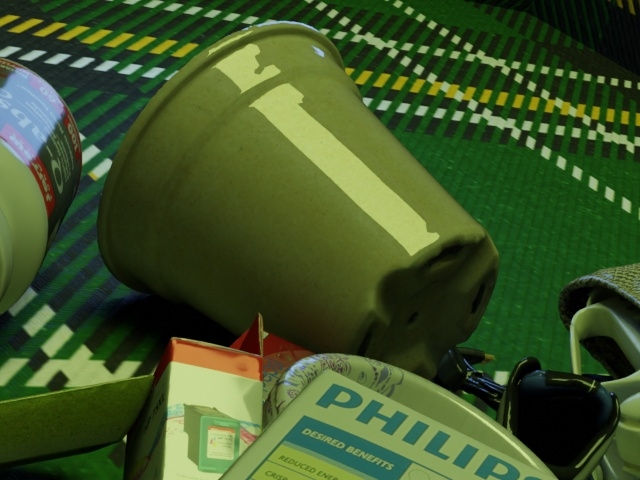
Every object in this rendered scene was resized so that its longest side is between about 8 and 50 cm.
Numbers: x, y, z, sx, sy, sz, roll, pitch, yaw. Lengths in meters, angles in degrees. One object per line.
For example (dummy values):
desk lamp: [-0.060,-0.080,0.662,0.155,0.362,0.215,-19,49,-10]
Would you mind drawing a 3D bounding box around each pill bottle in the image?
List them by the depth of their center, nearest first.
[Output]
pill bottle: [-0.349,-0.036,1.764,0.210,0.210,0.363,18,18,-5]

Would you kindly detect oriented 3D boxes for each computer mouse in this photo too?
computer mouse: [0.238,0.170,2.037,0.262,0.060,0.184,5,12,-35]

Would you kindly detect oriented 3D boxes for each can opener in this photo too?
can opener: [0.117,0.167,1.905,0.059,0.073,0.186,22,26,-19]

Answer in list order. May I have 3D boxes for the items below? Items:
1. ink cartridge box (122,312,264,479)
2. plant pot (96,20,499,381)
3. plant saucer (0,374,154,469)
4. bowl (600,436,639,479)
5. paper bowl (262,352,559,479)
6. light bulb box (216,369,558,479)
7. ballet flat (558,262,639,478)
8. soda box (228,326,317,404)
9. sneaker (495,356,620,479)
ink cartridge box: [-0.098,0.171,1.405,0.078,0.134,0.231,14,46,-15]
plant pot: [0.000,0.000,1.887,0.305,0.334,0.334,40,26,29]
plant saucer: [-0.232,0.150,1.448,0.188,0.045,0.188,-9,-7,-19]
bowl: [0.342,0.259,1.875,0.142,0.053,0.142,15,19,-10]
paper bowl: [0.060,0.229,1.480,0.284,0.148,0.284,26,20,-10]
light bulb box: [0.054,0.306,1.050,0.358,0.225,0.361,25,32,15]
ballet flat: [0.348,0.156,1.874,0.182,0.164,0.483,-2,23,-11]
soda box: [-0.078,0.164,1.650,0.083,0.092,0.263,25,19,10]
sneaker: [0.219,0.192,1.735,0.127,0.182,0.315,24,19,10]
